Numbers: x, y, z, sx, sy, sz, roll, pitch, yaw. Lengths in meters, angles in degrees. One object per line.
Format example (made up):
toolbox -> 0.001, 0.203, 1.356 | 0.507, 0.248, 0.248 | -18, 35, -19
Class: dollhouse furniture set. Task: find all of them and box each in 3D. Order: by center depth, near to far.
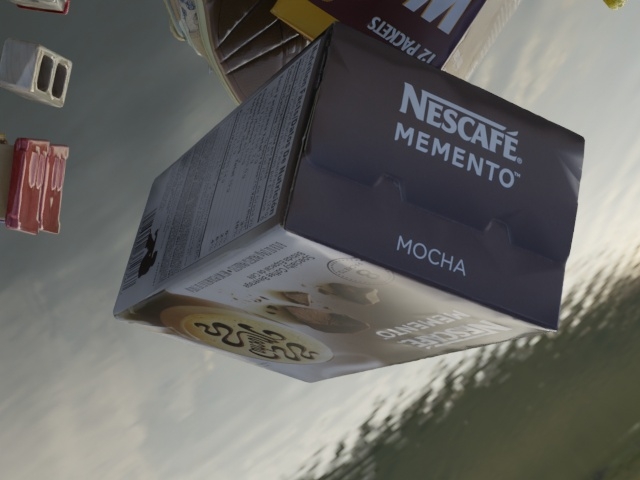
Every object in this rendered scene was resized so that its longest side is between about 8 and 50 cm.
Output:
dollhouse furniture set -> -0.408, -0.199, 1.187 | 0.152, 0.201, 0.374 | 5, 94, -86

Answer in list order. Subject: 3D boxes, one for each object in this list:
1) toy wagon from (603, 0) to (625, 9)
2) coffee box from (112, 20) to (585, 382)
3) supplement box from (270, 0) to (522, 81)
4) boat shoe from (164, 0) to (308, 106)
toy wagon -> 0.389, -0.334, 0.922 | 0.068, 0.267, 0.344 | -37, -177, -31
coffee box -> 0.000, 0.000, 0.619 | 0.168, 0.119, 0.297 | 22, 159, -22
supplement box -> 0.085, -0.209, 0.764 | 0.194, 0.129, 0.191 | -56, 172, 8
boat shoe -> -0.092, -0.235, 0.827 | 0.104, 0.089, 0.285 | -38, 128, -24
